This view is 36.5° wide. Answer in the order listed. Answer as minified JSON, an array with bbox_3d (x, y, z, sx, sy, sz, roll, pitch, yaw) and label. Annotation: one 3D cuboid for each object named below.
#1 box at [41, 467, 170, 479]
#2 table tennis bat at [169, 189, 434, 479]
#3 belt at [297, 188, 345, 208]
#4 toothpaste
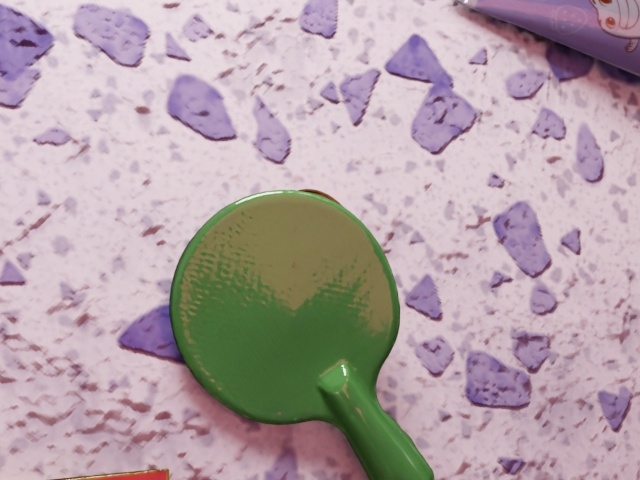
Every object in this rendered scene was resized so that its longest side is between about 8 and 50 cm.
[{"bbox_3d":[-0.159,0.198,0.623,0.133,0.023,0.090,0,78,-22],"label":"box"},{"bbox_3d":[0.000,0.085,0.690,0.160,0.039,0.257,-34,98,-5],"label":"table tennis bat"},{"bbox_3d":[0.000,0.000,0.718,0.059,0.036,0.083,-35,95,-25],"label":"belt"},{"bbox_3d":[0.291,-0.191,0.861,0.371,0.080,0.125,22,75,-8],"label":"toothpaste"}]
